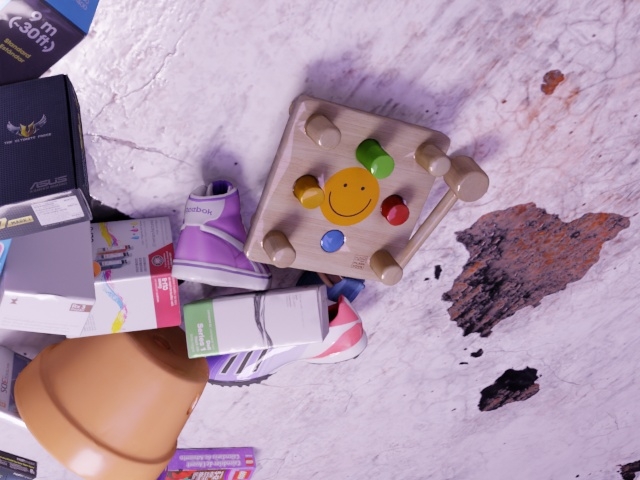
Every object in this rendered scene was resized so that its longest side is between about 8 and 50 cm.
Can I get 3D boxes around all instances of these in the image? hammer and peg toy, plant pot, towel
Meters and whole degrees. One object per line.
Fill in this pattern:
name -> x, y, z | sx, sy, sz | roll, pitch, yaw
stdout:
hammer and peg toy -> 0.085, -0.051, 1.207 | 0.362, 0.127, 0.265 | 11, 112, -27
plant pot -> -0.323, 0.238, 1.345 | 0.203, 0.291, 0.291 | -49, 131, 10
towel -> 0.017, 0.079, 1.448 | 0.120, 0.029, 0.067 | 15, 130, -31

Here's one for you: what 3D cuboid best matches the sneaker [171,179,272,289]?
sneaker -> -0.135, -0.006, 1.256 | 0.102, 0.161, 0.282 | 4, 173, 12

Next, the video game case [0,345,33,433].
video game case -> -0.460, 0.272, 1.366 | 0.201, 0.183, 0.023 | 33, 102, -28

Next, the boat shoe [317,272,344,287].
boat shoe -> 0.000, 0.000, 1.323 | 0.073, 0.073, 0.207 | -29, 136, 5

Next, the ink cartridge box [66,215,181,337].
ink cartridge box -> -0.311, 0.056, 1.243 | 0.176, 0.128, 0.127 | -7, 137, -12

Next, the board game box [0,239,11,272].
board game box -> -0.523, 0.018, 1.057 | 0.064, 0.242, 0.316 | -22, 153, -49

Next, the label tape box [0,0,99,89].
label tape box -> -0.387, -0.286, 0.865 | 0.348, 0.115, 0.249 | -33, 137, 19

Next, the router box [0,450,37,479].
router box -> -0.655, 0.472, 1.648 | 0.092, 0.038, 0.122 | -36, 135, 19

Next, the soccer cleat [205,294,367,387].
soccer cleat -> -0.079, 0.180, 1.476 | 0.318, 0.108, 0.116 | -14, 119, 10

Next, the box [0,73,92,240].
box -> -0.374, -0.081, 0.874 | 0.233, 0.183, 0.059 | -12, 143, -6

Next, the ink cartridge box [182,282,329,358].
ink cartridge box -> -0.098, 0.129, 1.338 | 0.220, 0.092, 0.160 | -7, 179, 5

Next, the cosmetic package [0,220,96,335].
cosmetic package -> -0.377, 0.014, 1.099 | 0.117, 0.231, 0.085 | 11, 132, -27

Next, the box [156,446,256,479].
box -> -0.284, 0.579, 1.867 | 0.201, 0.057, 0.293 | 4, 134, -22
